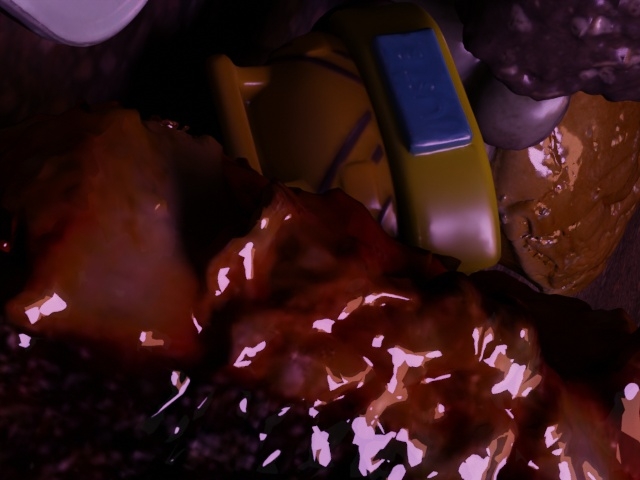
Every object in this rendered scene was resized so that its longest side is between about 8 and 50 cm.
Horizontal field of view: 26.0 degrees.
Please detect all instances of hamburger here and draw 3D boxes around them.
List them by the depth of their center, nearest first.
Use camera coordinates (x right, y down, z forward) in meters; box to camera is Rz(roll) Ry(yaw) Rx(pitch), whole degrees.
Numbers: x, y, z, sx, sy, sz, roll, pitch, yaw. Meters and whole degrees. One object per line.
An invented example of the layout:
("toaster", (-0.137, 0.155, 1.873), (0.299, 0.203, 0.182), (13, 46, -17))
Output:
("hamburger", (0.206, -0.091, 1.123), (0.284, 0.134, 0.265), (-62, 160, -17))

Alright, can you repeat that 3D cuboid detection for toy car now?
("toy car", (0.000, 0.000, 0.691), (0.142, 0.200, 0.248), (-10, 148, -12))

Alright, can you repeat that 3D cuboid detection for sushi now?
("sushi", (-0.039, 0.053, 0.514), (0.181, 0.343, 0.196), (-66, -163, 5))

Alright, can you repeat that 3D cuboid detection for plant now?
("plant", (0.107, -0.117, 0.752), (0.274, 0.149, 0.146), (-37, -144, 54))

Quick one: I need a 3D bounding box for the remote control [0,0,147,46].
("remote control", (-0.115, -0.143, 0.450), (0.104, 0.052, 0.247), (-66, 158, -7))
